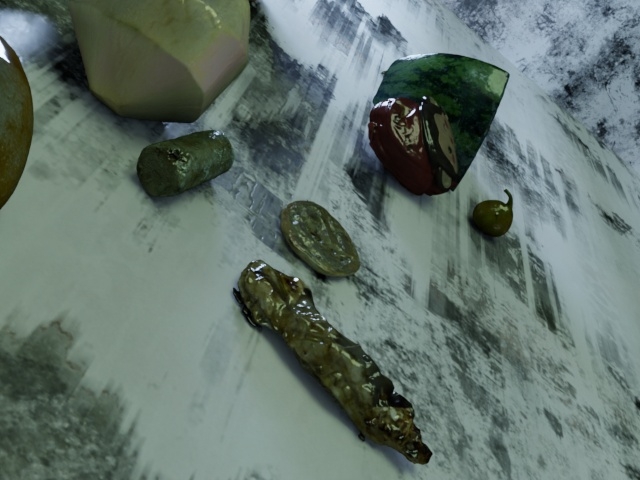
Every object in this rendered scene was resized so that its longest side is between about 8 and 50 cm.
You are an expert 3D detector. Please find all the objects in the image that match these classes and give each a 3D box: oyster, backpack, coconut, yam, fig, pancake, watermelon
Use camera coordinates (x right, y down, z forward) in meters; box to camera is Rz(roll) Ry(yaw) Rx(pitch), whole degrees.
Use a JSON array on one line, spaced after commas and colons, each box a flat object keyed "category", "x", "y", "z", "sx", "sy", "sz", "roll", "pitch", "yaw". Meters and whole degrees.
[{"category": "oyster", "x": 0.024, "y": 0.148, "z": 1.141, "sx": 0.345, "sy": 0.078, "sz": 0.128, "roll": 46, "pitch": 18, "yaw": 12}, {"category": "backpack", "x": 0.181, "y": -0.195, "z": 1.803, "sx": 0.229, "sy": 0.138, "sz": 0.229, "roll": 30, "pitch": 46, "yaw": -37}, {"category": "coconut", "x": -0.230, "y": -0.283, "z": 1.266, "sx": 0.259, "sy": 0.259, "sz": 0.259, "roll": 33, "pitch": 28, "yaw": -20}, {"category": "yam", "x": -0.180, "y": -0.108, "z": 1.226, "sx": 0.078, "sy": 0.078, "sz": 0.179, "roll": 46, "pitch": 25, "yaw": 6}, {"category": "fig", "x": 0.379, "y": -0.054, "z": 1.901, "sx": 0.084, "sy": 0.098, "sz": 0.082, "roll": 60, "pitch": 27, "yaw": 8}, {"category": "pancake", "x": 0.000, "y": 0.000, "z": 1.370, "sx": 0.158, "sy": 0.028, "sz": 0.158, "roll": 33, "pitch": 30, "yaw": -23}, {"category": "watermelon", "x": 0.254, "y": -0.257, "z": 2.025, "sx": 0.283, "sy": 0.293, "sz": 0.250, "roll": 27, "pitch": 62, "yaw": 21}]

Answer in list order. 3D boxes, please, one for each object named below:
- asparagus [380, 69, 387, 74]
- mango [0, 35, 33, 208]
[{"category": "asparagus", "x": 0.201, "y": -0.428, "z": 2.304, "sx": 0.162, "sy": 0.016, "sz": 0.016, "roll": -1, "pitch": 68, "yaw": -56}, {"category": "mango", "x": -0.381, "y": -0.110, "z": 0.869, "sx": 0.192, "sy": 0.146, "sz": 0.316, "roll": 20, "pitch": 40, "yaw": -25}]
